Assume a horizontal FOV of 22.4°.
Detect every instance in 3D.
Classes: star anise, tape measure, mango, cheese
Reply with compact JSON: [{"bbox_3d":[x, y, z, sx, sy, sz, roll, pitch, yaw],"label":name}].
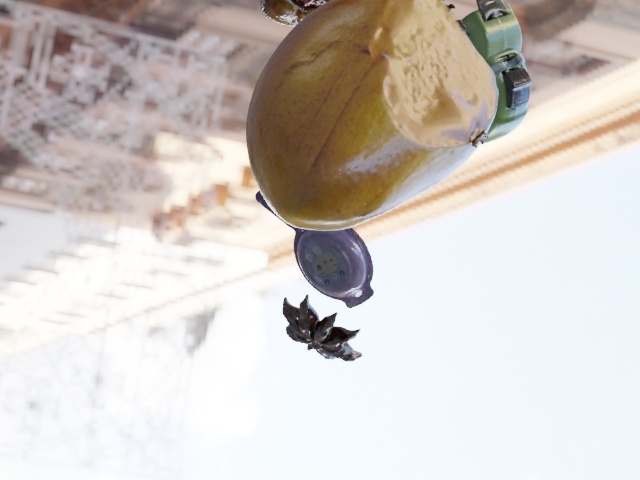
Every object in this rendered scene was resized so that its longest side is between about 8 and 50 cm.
[{"bbox_3d":[-0.002,0.131,2.311,0.042,0.141,0.141,-57,-169,-30],"label":"star anise"},{"bbox_3d":[0.191,-0.197,2.011,0.154,0.087,0.177,62,-34,7],"label":"tape measure"},{"bbox_3d":[0.027,-0.104,1.356,0.257,0.187,0.138,-40,173,-38],"label":"mango"},{"bbox_3d":[0.000,0.000,2.013,0.105,0.191,0.042,-33,-177,34],"label":"cheese"}]

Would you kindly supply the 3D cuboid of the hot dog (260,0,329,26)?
[{"bbox_3d":[0.037,-0.356,2.275,0.144,0.268,0.075,118,-37,-45],"label":"hot dog"}]
